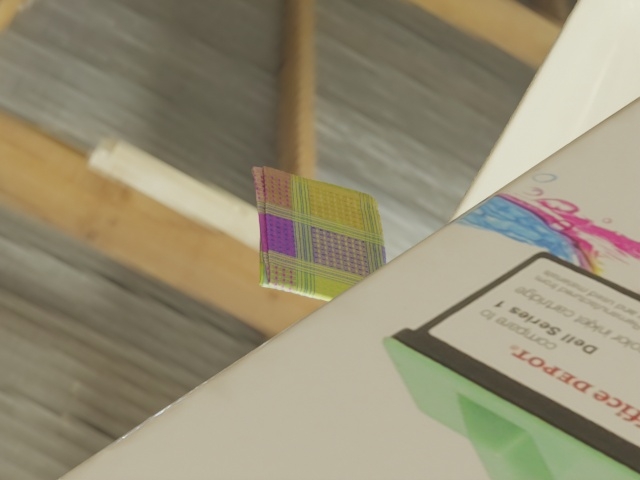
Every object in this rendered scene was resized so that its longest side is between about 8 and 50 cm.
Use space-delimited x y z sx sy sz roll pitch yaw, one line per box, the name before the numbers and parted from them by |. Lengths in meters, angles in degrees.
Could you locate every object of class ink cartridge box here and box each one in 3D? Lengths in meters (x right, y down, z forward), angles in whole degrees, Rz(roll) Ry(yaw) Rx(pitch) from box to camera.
ink cartridge box | 0.065 0.092 0.421 0.117 0.201 0.278 33 -132 31

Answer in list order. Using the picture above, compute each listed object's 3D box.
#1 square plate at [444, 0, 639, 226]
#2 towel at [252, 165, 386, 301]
square plate | 0.234 0.052 1.060 0.344 0.347 0.049 30 173 12
towel | 0.000 0.000 0.773 0.060 0.009 0.083 16 -144 -18
